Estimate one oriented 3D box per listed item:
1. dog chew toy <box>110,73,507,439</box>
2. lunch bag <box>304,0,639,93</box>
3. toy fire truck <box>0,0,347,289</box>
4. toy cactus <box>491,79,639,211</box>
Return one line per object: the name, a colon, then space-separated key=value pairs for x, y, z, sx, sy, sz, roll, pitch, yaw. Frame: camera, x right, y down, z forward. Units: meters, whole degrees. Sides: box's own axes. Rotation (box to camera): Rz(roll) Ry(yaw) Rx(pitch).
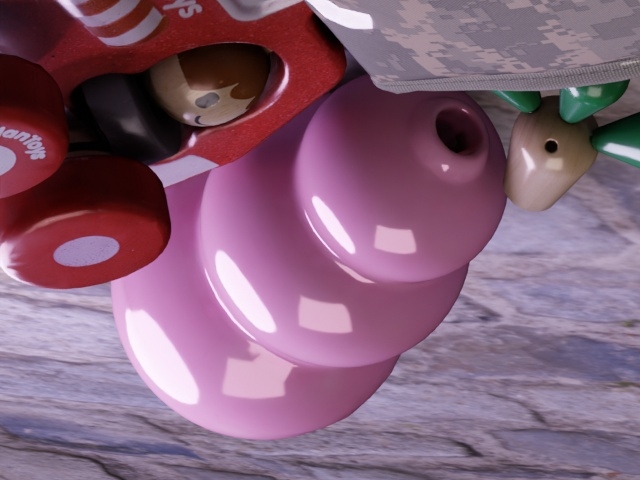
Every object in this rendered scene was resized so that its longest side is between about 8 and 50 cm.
dog chew toy: x=0.000 y=0.000 z=1.230 sx=0.206 sy=0.207 sz=0.332 roll=16 pitch=150 yaw=-23
lunch bag: x=0.111 y=-0.175 z=0.747 sx=0.287 sy=0.169 sz=0.235 roll=1 pitch=159 yaw=29
toy fire truck: x=-0.096 y=-0.113 z=1.025 sx=0.254 sy=0.169 sz=0.302 roll=-19 pitch=154 yaw=14
toy cactus: x=0.140 y=-0.086 z=1.049 sx=0.219 sy=0.112 sz=0.180 roll=20 pitch=146 yaw=-2
